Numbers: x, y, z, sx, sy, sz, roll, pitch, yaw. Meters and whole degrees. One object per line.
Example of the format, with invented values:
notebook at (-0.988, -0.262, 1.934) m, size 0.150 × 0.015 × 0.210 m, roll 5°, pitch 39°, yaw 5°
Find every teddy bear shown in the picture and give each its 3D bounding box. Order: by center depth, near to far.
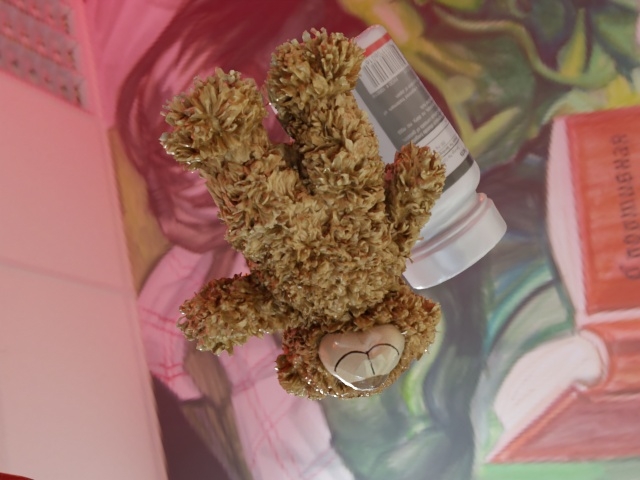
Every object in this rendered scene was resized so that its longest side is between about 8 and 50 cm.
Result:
teddy bear at (0.000, 0.000, 0.749) m, size 0.245 × 0.113 × 0.338 m, roll -15°, pitch -66°, yaw -28°

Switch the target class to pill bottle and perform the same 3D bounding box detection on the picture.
pill bottle at (0.084, -0.094, 1.088) m, size 0.283 × 0.161 × 0.161 m, roll 55°, pitch -156°, yaw -9°

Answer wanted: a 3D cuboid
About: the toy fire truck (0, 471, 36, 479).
toy fire truck at (-0.248, 0.157, 0.559) m, size 0.217 × 0.246 × 0.158 m, roll 14°, pitch -142°, yaw -12°
